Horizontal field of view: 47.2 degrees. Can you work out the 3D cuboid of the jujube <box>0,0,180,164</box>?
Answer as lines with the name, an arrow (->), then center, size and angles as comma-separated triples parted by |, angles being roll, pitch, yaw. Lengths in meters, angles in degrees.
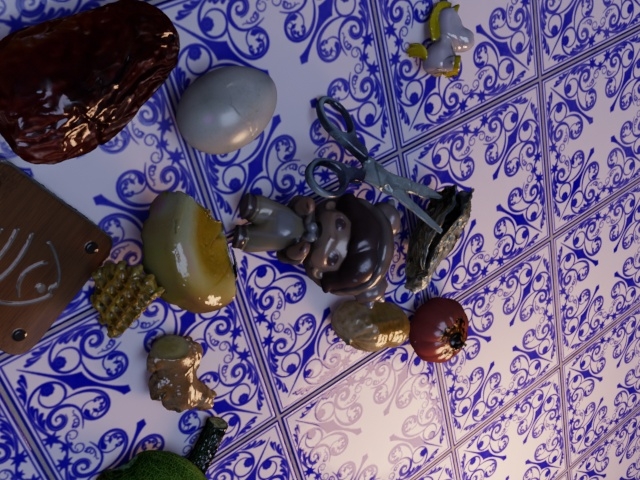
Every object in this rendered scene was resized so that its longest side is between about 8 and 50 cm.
jujube -> -0.384, -0.271, 1.191 | 0.342, 0.216, 0.216 | -39, 126, -28

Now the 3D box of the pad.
pad -> -0.546, 0.039, 1.291 | 0.286, 0.018, 0.284 | -52, 132, -7

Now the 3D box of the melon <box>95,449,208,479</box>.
melon -> -0.370, 0.548, 1.523 | 0.265, 0.129, 0.169 | -28, 111, -10

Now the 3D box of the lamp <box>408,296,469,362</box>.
lamp -> 0.318, 0.239, 1.932 | 0.182, 0.140, 0.182 | -13, 111, -36

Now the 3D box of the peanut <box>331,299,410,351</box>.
peanut -> 0.130, 0.207, 1.788 | 0.224, 0.129, 0.129 | 4, 105, -35

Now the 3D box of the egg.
egg -> -0.171, -0.248, 1.374 | 0.209, 0.151, 0.151 | -36, 125, -23

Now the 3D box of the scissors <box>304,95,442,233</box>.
scissors -> 0.130, -0.133, 1.589 | 0.383, 0.029, 0.256 | 30, 51, -27

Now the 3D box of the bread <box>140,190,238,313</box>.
bread -> -0.268, 0.031, 1.380 | 0.156, 0.158, 0.260 | -32, 116, -55

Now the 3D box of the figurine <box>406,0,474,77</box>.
figurine -> 0.288, -0.461, 1.678 | 0.130, 0.109, 0.178 | 31, 84, -18

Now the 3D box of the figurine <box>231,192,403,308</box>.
figurine -> -0.001, 0.000, 1.582 | 0.381, 0.203, 0.248 | 13, 82, -25

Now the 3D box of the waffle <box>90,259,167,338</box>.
waffle -> -0.359, 0.112, 1.361 | 0.046, 0.192, 0.160 | -38, 119, -50

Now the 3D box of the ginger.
ginger -> -0.298, 0.297, 1.545 | 0.137, 0.074, 0.213 | -28, 128, -25

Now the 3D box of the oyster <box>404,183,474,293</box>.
oyster -> 0.286, -0.011, 1.785 | 0.112, 0.198, 0.267 | 27, 130, -2

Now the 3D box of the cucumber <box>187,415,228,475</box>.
cucumber -> -0.268, 0.486, 1.650 | 0.058, 0.058, 0.187 | 28, 89, -40
